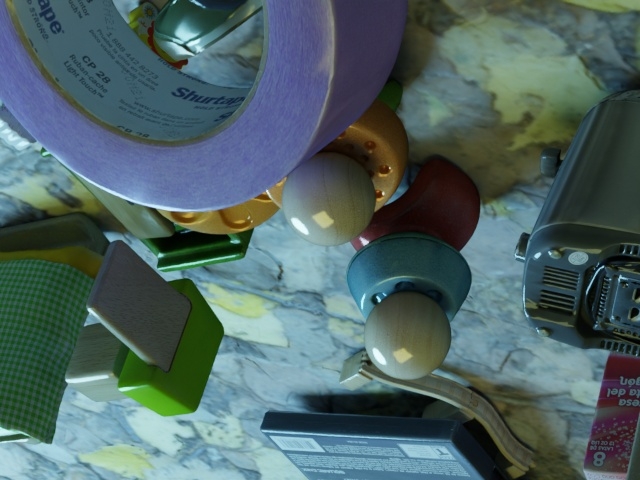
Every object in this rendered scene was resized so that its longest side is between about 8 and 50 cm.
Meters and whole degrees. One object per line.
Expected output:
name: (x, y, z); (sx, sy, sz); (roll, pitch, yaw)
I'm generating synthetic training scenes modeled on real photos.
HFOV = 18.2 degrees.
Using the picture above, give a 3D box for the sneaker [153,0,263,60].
sneaker: (-0.058, -0.186, 1.253); (0.086, 0.064, 0.192); (44, 139, -21)

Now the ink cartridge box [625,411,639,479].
ink cartridge box: (0.343, 0.125, 1.369); (0.234, 0.193, 0.088); (1, 142, 23)

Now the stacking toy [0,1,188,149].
stacking toy: (-0.221, -0.164, 1.371); (0.167, 0.052, 0.221); (-22, 127, 42)

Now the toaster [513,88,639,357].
toaster: (0.245, -0.003, 1.278); (0.227, 0.146, 0.129); (13, 146, 11)

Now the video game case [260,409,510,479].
video game case: (0.094, 0.231, 1.758); (0.196, 0.026, 0.274); (-1, 146, 35)

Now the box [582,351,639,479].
box: (0.339, 0.163, 1.486); (0.257, 0.123, 0.128); (2, 143, 24)

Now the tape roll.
tape roll: (-0.088, -0.158, 1.175); (0.275, 0.090, 0.275); (17, 124, 26)

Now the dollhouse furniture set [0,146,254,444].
dollhouse furniture set: (-0.225, 0.034, 1.512); (0.301, 0.197, 0.151); (-10, 137, 35)

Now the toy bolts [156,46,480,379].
toy bolts: (0.000, 0.000, 1.355); (0.218, 0.158, 0.228); (-28, 128, 27)

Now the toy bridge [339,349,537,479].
toy bridge: (0.108, 0.143, 1.655); (0.188, 0.026, 0.063); (32, 144, -20)
